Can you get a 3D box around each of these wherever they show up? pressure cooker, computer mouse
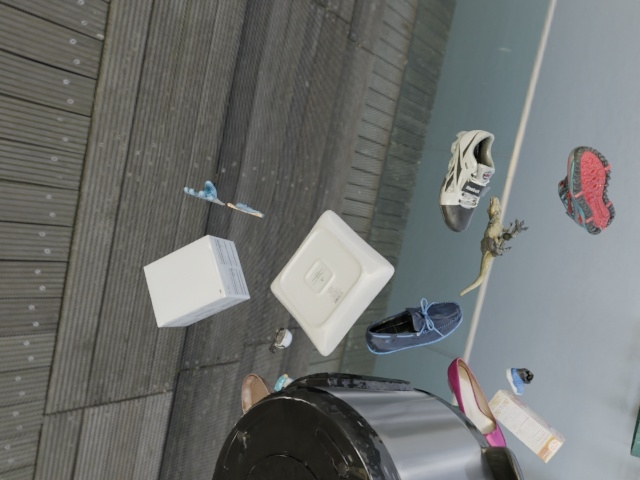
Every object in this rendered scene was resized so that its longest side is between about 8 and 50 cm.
[{"bbox_3d":[0.081,0.418,0.764,0.420,0.369,0.376,17,95,-44],"label":"pressure cooker"},{"bbox_3d":[-0.145,0.382,1.852,0.042,0.193,0.106,28,72,-11],"label":"computer mouse"}]

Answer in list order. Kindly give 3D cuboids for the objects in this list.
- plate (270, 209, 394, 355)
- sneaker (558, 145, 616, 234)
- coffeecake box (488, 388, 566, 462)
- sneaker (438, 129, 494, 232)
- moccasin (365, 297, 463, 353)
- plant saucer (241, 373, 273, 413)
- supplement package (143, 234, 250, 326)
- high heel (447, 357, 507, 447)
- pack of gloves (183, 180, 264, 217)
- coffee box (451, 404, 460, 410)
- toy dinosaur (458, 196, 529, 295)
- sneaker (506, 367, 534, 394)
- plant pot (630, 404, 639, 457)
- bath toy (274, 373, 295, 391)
[{"bbox_3d":[0.008,0.094,1.207,0.277,0.278,0.045,-53,141,10],"label":"plate"},{"bbox_3d":[0.615,-0.124,1.166,0.104,0.125,0.262,-36,128,-3],"label":"sneaker"},{"bbox_3d":[0.543,0.484,1.281,0.068,0.185,0.142,-53,147,6],"label":"coffeecake box"},{"bbox_3d":[0.470,-0.187,1.523,0.122,0.146,0.331,5,94,-22],"label":"sneaker"},{"bbox_3d":[0.316,0.285,1.614,0.341,0.138,0.117,-24,132,-4],"label":"moccasin"},{"bbox_3d":[-0.152,0.422,1.233,0.029,0.168,0.169,-2,105,-35],"label":"plant saucer"},{"bbox_3d":[-0.391,0.133,1.529,0.145,0.261,0.204,21,47,-67],"label":"supplement package"},{"bbox_3d":[0.390,0.411,1.196,0.082,0.244,0.117,-14,139,-6],"label":"high heel"},{"bbox_3d":[-0.230,-0.106,1.210,0.195,0.232,0.046,17,90,-5],"label":"pack of gloves"},{"bbox_3d":[0.440,0.595,1.573,0.040,0.184,0.113,-45,141,-72],"label":"coffee box"},{"bbox_3d":[0.400,0.007,1.107,0.064,0.118,0.268,31,66,-9],"label":"toy dinosaur"},{"bbox_3d":[0.761,0.529,1.814,0.152,0.084,0.058,55,38,-29],"label":"sneaker"},{"bbox_3d":[1.155,0.591,1.544,0.293,0.235,0.293,-25,122,-49],"label":"plant pot"},{"bbox_3d":[-0.065,0.596,1.715,0.151,0.348,0.129,31,81,-19],"label":"bath toy"}]
